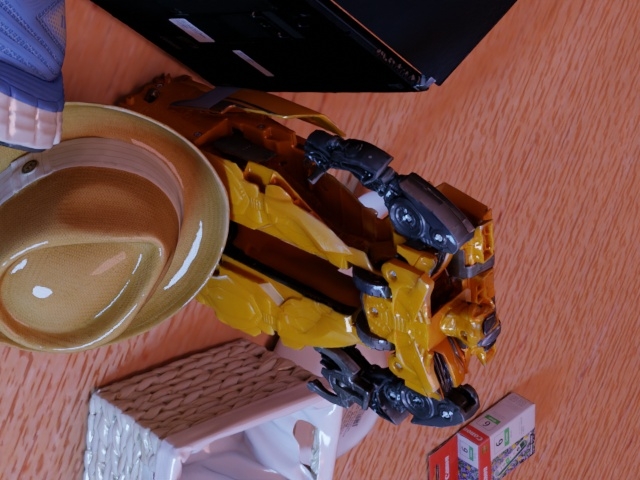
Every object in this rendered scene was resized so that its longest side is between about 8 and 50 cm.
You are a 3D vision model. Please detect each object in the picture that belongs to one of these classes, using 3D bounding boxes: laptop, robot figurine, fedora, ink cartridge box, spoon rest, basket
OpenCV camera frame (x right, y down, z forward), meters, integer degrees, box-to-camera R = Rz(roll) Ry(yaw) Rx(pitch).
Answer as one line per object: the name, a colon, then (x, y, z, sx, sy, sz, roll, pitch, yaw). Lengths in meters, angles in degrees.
laptop: (-0.004, -0.192, 1.161, 0.234, 0.264, 0.136, 32, 66, -52)
robot figurine: (0.000, 0.000, 1.216, 0.085, 0.291, 0.211, -38, 138, -36)
fedora: (-0.148, 0.009, 1.162, 0.194, 0.079, 0.194, -4, 124, -7)
ink cartridge box: (0.146, 0.192, 1.718, 0.115, 0.029, 0.062, -32, 134, -33)
spoon rest: (0.022, 0.067, 1.475, 0.137, 0.084, 0.276, -5, 129, -46)
basket: (-0.079, 0.152, 1.376, 0.167, 0.103, 0.113, -17, 125, -42)

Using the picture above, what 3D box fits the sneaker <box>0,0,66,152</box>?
sneaker: (-0.258, -0.142, 0.995, 0.330, 0.130, 0.147, 10, 92, -55)
